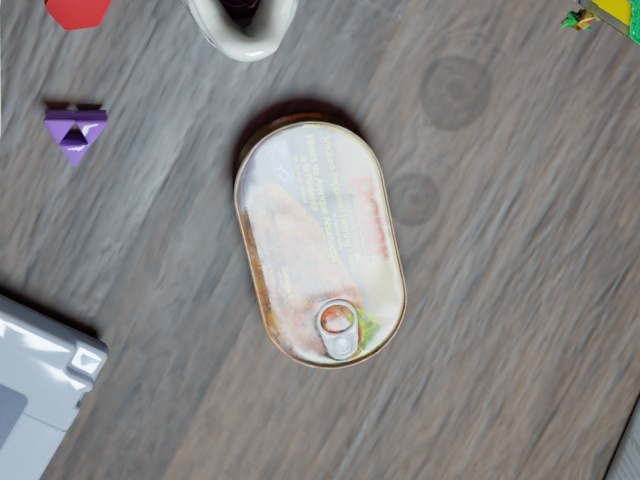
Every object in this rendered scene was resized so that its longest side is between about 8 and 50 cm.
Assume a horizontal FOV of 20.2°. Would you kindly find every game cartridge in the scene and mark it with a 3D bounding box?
[{"bbox_3d":[-0.306,0.156,1.277,0.198,0.062,0.297,29,105,-13],"label":"game cartridge"}]

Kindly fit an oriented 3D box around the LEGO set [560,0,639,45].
[{"bbox_3d":[0.183,-0.304,1.128,0.255,0.192,0.331,13,113,-43],"label":"LEGO set"}]

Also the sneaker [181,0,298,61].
[{"bbox_3d":[-0.043,-0.254,1.089,0.114,0.152,0.305,-5,116,-4],"label":"sneaker"}]

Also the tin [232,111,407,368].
[{"bbox_3d":[0.000,0.000,1.268,0.106,0.040,0.190,-11,113,1],"label":"tin"}]

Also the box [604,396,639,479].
[{"bbox_3d":[0.346,0.188,1.320,0.215,0.168,0.345,14,108,-13],"label":"box"}]

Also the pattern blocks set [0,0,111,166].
[{"bbox_3d":[-0.290,-0.120,1.155,0.324,0.026,0.285,10,122,-22],"label":"pattern blocks set"}]
